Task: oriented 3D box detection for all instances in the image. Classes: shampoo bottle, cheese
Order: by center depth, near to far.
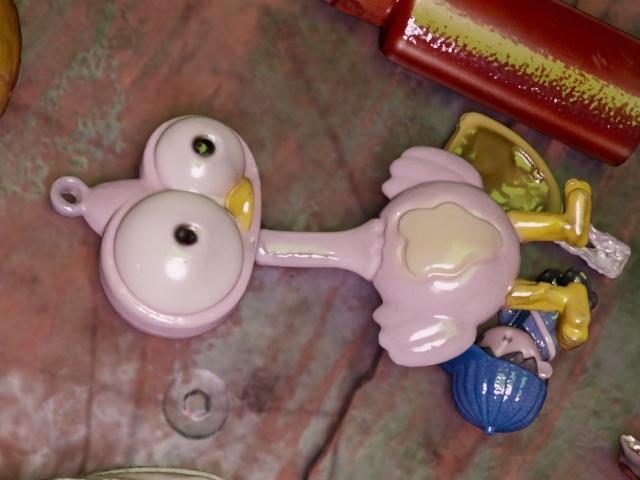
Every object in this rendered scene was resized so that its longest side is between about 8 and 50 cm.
[{"bbox_3d":[0.157,-0.023,1.084,0.162,0.036,0.086,32,71,-7],"label":"cheese"},{"bbox_3d":[0.127,-0.152,1.092,0.260,0.064,0.102,25,74,-9],"label":"shampoo bottle"}]

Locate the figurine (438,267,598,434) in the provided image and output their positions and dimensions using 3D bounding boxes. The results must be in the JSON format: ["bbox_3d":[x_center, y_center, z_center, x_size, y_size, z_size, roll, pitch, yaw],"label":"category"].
[{"bbox_3d":[0.145,0.081,1.044,0.136,0.077,0.079,-32,106,-34],"label":"figurine"}]

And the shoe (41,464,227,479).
[{"bbox_3d":[-0.177,0.204,0.831,0.342,0.210,0.132,-8,80,-19],"label":"shoe"}]

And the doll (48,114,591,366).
[{"bbox_3d":[0.000,0.000,0.987,0.365,0.094,0.160,9,70,-7],"label":"doll"}]

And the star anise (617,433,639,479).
[{"bbox_3d":[0.300,0.214,1.041,0.209,0.089,0.231,-34,82,-9],"label":"star anise"}]

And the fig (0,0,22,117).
[{"bbox_3d":[-0.273,-0.114,0.890,0.143,0.231,0.160,-41,98,19],"label":"fig"}]
